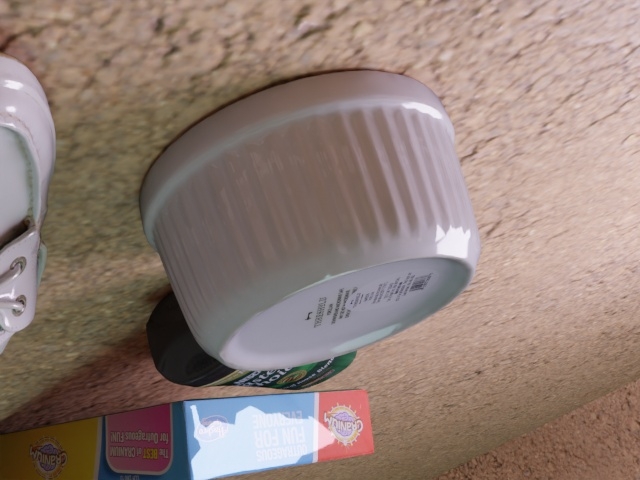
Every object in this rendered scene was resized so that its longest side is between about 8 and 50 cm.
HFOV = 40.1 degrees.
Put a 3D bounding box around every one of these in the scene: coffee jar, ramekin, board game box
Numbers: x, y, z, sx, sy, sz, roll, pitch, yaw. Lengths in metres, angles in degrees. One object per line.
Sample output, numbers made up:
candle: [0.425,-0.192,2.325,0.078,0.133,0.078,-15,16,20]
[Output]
coffee jar: [-0.053,0.079,0.726,0.096,0.079,0.184,-30,156,25]
ramekin: [0.000,0.000,0.545,0.207,0.109,0.207,-17,158,-7]
board game box: [-0.145,0.200,0.853,0.316,0.064,0.242,-17,164,38]

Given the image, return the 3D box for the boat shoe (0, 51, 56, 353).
boat shoe: [-0.182,0.016,0.444,0.098,0.096,0.277,-8,155,-26]
